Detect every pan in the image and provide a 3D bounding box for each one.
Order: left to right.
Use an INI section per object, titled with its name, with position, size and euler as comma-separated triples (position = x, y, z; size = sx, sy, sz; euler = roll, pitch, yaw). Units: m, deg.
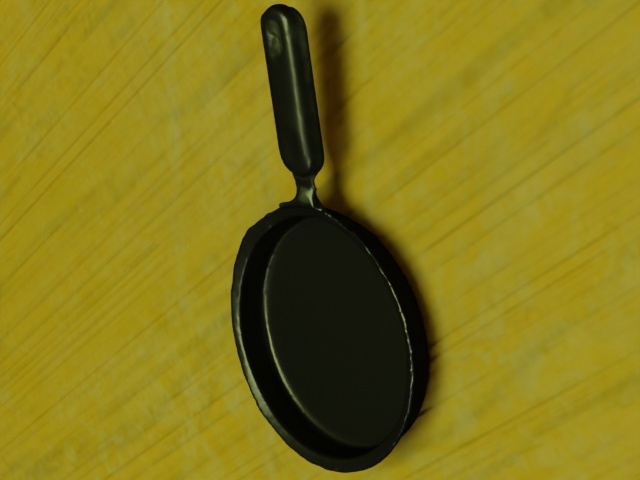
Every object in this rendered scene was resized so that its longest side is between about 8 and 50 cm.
[pan]
position = 0.000, 0.000, 0.850
size = 0.136, 0.028, 0.235
euler = 16, 118, 46
